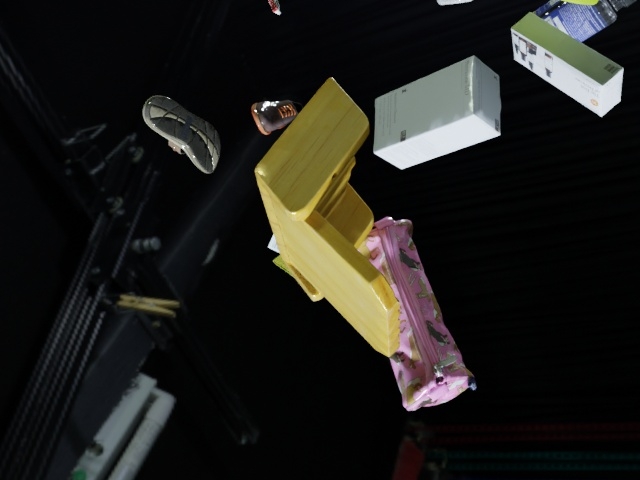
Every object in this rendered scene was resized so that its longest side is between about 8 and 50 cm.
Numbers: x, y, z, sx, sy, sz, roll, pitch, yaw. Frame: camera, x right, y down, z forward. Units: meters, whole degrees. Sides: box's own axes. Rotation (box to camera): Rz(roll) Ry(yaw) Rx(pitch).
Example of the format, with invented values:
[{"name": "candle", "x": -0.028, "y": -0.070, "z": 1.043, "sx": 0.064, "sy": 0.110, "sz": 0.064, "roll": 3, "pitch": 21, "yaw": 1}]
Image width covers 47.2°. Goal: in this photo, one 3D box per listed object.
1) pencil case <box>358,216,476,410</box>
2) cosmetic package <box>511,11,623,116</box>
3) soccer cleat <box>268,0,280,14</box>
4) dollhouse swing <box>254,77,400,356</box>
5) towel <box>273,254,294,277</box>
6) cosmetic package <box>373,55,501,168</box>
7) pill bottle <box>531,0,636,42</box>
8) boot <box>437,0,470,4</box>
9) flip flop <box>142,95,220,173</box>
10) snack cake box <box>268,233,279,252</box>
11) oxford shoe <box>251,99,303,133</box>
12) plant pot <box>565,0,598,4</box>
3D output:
[{"name": "pencil case", "x": 0.180, "y": 0.148, "z": 1.509, "sx": 0.160, "sy": 0.167, "sz": 0.386, "roll": 1, "pitch": -119, "yaw": -44}, {"name": "cosmetic package", "x": 0.486, "y": -0.351, "z": 1.457, "sx": 0.239, "sy": 0.060, "sz": 0.099, "roll": 46, "pitch": 176, "yaw": 33}, {"name": "soccer cleat", "x": -0.153, "y": -0.794, "z": 2.458, "sx": 0.035, "sy": 0.029, "sz": 0.083, "roll": 25, "pitch": -138, "yaw": -53}, {"name": "dollhouse swing", "x": 0.078, "y": -0.029, "z": 1.291, "sx": 0.315, "sy": 0.305, "sz": 0.347, "roll": -53, "pitch": -21, "yaw": -20}, {"name": "towel", "x": -0.039, "y": 0.037, "z": 2.249, "sx": 0.237, "sy": 0.102, "sz": 0.021, "roll": -39, "pitch": -26, "yaw": -45}, {"name": "cosmetic package", "x": 0.358, "y": -0.388, "z": 2.271, "sx": 0.156, "sy": 0.385, "sz": 0.217, "roll": 22, "pitch": -119, "yaw": -39}, {"name": "pill bottle", "x": 0.599, "y": -0.525, "z": 1.682, "sx": 0.123, "sy": 0.219, "sz": 0.123, "roll": 36, "pitch": -142, "yaw": -35}, {"name": "boot", "x": 0.397, "y": -0.671, "z": 1.807, "sx": 0.123, "sy": 0.258, "sz": 0.095, "roll": 56, "pitch": -153, "yaw": -50}, {"name": "flip flop", "x": -0.349, "y": -0.265, "z": 1.829, "sx": 0.277, "sy": 0.080, "sz": 0.112, "roll": 35, "pitch": -113, "yaw": -48}, {"name": "snack cake box", "x": 0.000, "y": 0.000, "z": 2.121, "sx": 0.152, "sy": 0.264, "sz": 0.089, "roll": -64, "pitch": -1, "yaw": 24}, {"name": "oxford shoe", "x": -0.126, "y": -0.377, "z": 2.148, "sx": 0.097, "sy": 0.098, "sz": 0.271, "roll": 66, "pitch": -161, "yaw": -9}, {"name": "plant pot", "x": 0.380, "y": -0.557, "z": 1.302, "sx": 0.207, "sy": 0.227, "sz": 0.228, "roll": -13, "pitch": -52, "yaw": -31}]
